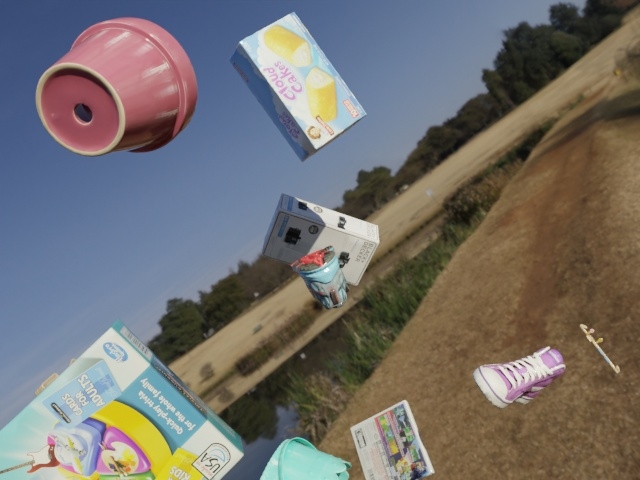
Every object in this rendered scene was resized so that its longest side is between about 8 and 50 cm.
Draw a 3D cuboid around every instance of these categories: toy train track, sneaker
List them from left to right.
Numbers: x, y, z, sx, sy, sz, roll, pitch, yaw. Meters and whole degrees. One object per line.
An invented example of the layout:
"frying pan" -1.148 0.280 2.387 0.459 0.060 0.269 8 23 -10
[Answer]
"sneaker" 0.004 0.089 1.208 0.104 0.125 0.262 -23 4 2
"sneaker" 0.459 0.293 1.277 0.161 0.102 0.282 -46 -33 23
"toy train track" 0.421 0.159 0.842 0.014 0.083 0.048 -40 -25 20

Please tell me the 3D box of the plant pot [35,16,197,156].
"plant pot" -0.304 -0.212 0.826 0.201 0.201 0.180 -38 15 25

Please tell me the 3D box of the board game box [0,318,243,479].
"board game box" -0.314 0.318 0.761 0.336 0.254 0.079 -44 9 -8

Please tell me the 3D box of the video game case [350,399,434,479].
"video game case" 0.186 0.557 1.500 0.183 0.201 0.023 -33 -41 16

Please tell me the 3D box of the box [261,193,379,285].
"box" 0.000 0.000 1.557 0.087 0.290 0.169 -87 19 -57

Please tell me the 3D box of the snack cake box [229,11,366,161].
"snack cake box" -0.048 -0.322 1.187 0.152 0.264 0.089 -39 6 -25

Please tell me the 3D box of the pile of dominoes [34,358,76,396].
"pile of dominoes" -0.598 0.436 1.433 0.040 0.251 0.196 -46 6 23

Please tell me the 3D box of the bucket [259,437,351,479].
"bucket" -0.053 0.665 1.460 0.281 0.183 0.281 20 -90 -74
